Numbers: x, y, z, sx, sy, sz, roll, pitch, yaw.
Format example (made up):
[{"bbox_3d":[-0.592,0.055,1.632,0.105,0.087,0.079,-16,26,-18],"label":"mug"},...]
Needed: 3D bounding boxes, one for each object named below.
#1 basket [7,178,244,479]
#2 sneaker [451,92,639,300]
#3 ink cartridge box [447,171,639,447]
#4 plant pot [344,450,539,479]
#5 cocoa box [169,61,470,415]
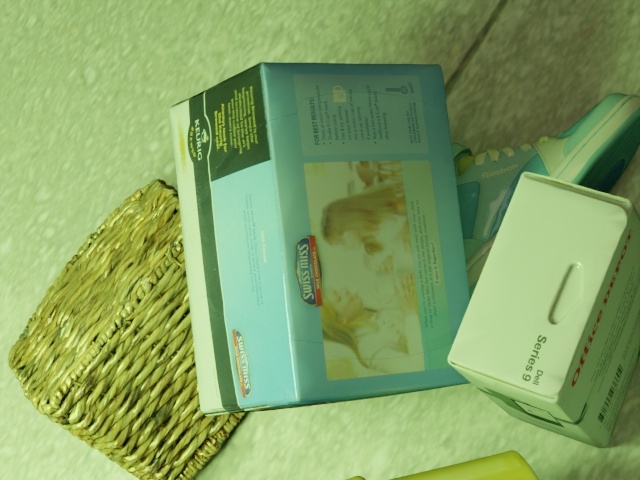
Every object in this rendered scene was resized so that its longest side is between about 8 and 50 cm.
[{"bbox_3d":[-0.194,0.110,1.828,0.299,0.223,0.213,-52,32,-1],"label":"basket"},{"bbox_3d":[0.202,-0.084,1.730,0.319,0.127,0.208,-47,66,0],"label":"sneaker"},{"bbox_3d":[0.251,0.077,1.570,0.122,0.289,0.211,18,80,23],"label":"ink cartridge box"},{"bbox_3d":[0.126,0.336,1.572,0.239,0.254,0.254,-25,66,-6],"label":"plant pot"},{"bbox_3d":[0.000,0.000,1.633,0.228,0.231,0.347,-16,79,59],"label":"cocoa box"}]
